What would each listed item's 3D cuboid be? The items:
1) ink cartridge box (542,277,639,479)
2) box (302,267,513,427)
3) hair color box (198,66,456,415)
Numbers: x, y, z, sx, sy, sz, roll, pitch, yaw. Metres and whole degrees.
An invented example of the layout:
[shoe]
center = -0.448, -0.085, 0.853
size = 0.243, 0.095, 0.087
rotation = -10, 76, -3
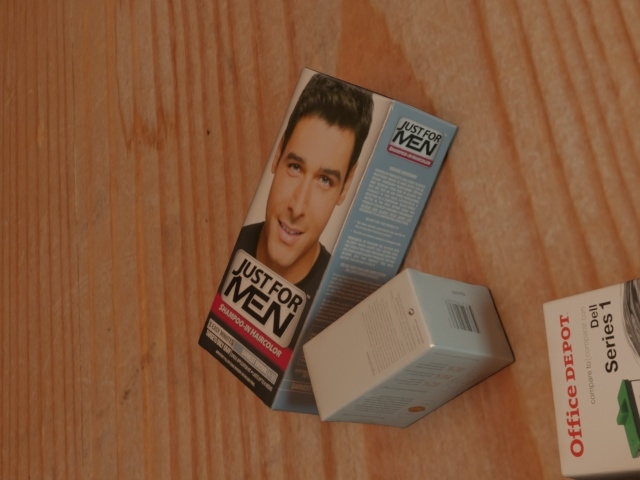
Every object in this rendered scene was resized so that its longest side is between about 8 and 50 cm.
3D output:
[ink cartridge box]
center = 0.302, 0.109, 0.778
size = 0.219, 0.092, 0.160
rotation = -22, 63, 43
[box]
center = 0.088, 0.118, 0.991
size = 0.170, 0.130, 0.091
rotation = -39, 53, 34
[hair color box]
center = 0.000, 0.000, 1.141
size = 0.185, 0.113, 0.375
rotation = 30, 101, 49
